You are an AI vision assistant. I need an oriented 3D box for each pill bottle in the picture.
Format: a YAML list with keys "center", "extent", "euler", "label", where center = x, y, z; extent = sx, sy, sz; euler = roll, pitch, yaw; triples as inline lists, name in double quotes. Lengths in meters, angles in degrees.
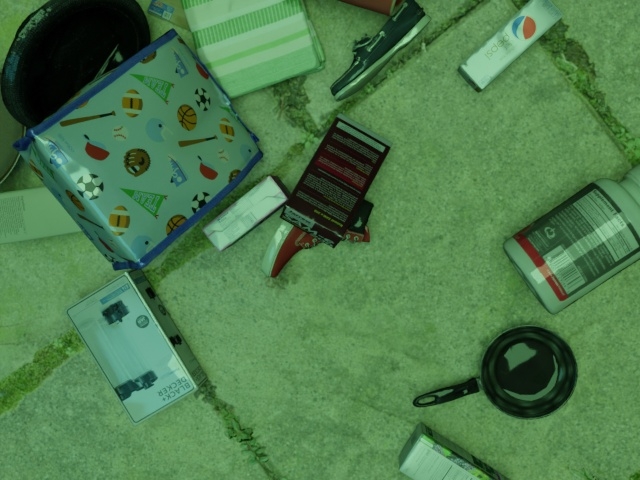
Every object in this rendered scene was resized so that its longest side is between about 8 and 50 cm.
- center: [0.533, -0.011, 1.668]
  extent: [0.319, 0.176, 0.176]
  euler: [-35, 91, 6]
  label: "pill bottle"

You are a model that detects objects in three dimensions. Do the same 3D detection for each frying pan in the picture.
- center: [0.376, 0.309, 1.768]
  extent: [0.326, 0.053, 0.197]
  euler: [-38, 90, 8]
  label: "frying pan"

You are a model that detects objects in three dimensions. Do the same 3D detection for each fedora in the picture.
- center: [-0.511, -0.381, 1.715]
  extent: [0.152, 0.334, 0.334]
  euler: [41, 97, 31]
  label: "fedora"

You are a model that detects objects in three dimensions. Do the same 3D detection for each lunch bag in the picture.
- center: [-0.333, -0.180, 1.660]
  extent: [0.385, 0.239, 0.328]
  euler: [-45, 110, -23]
  label: "lunch bag"

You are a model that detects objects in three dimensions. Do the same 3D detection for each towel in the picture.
- center: [-0.152, -0.472, 1.755]
  extent: [0.248, 0.038, 0.324]
  euler: [-18, 94, 2]
  label: "towel"

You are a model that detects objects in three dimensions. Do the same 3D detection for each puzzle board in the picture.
- center: [-0.287, -0.496, 1.783]
  extent: [0.128, 0.011, 0.096]
  euler: [24, 97, 3]
  label: "puzzle board"

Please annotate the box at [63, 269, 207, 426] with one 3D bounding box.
- center: [-0.387, 0.222, 1.807]
  extent: [0.169, 0.087, 0.290]
  euler: [-30, 92, 6]
  label: "box"

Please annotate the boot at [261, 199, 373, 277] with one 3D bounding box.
- center: [0.000, 0.000, 1.761]
  extent: [0.176, 0.088, 0.244]
  euler: [32, 93, 0]
  label: "boot"

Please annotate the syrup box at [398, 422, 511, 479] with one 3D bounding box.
- center: [0.284, 0.487, 1.767]
  extent: [0.237, 0.093, 0.096]
  euler: [31, 96, 2]
  label: "syrup box"

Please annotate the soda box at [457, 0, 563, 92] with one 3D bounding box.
- center: [0.376, -0.393, 1.704]
  extent: [0.216, 0.074, 0.069]
  euler: [-42, 90, 6]
  label: "soda box"

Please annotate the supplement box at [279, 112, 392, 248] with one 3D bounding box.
- center: [0.032, -0.120, 1.699]
  extent: [0.130, 0.073, 0.239]
  euler: [30, 67, -1]
  label: "supplement box"

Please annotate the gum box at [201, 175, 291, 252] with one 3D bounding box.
- center: [-0.151, -0.053, 1.756]
  extent: [0.188, 0.107, 0.062]
  euler: [-37, 90, 6]
  label: "gum box"

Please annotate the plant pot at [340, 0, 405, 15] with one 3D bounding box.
- center: [0.076, -0.567, 1.613]
  extent: [0.243, 0.275, 0.275]
  euler: [30, 96, 5]
  label: "plant pot"

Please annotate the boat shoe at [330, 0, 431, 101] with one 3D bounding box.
- center: [0.108, -0.385, 1.716]
  extent: [0.254, 0.095, 0.079]
  euler: [-43, 92, 5]
  label: "boat shoe"

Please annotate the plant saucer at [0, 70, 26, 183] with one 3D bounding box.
- center: [-0.754, -0.228, 1.802]
  extent: [0.311, 0.050, 0.310]
  euler: [-1, 84, 9]
  label: "plant saucer"

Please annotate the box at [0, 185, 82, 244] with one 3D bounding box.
- center: [-0.547, -0.066, 1.795]
  extent: [0.275, 0.094, 0.113]
  euler: [-7, 94, 5]
  label: "box"
